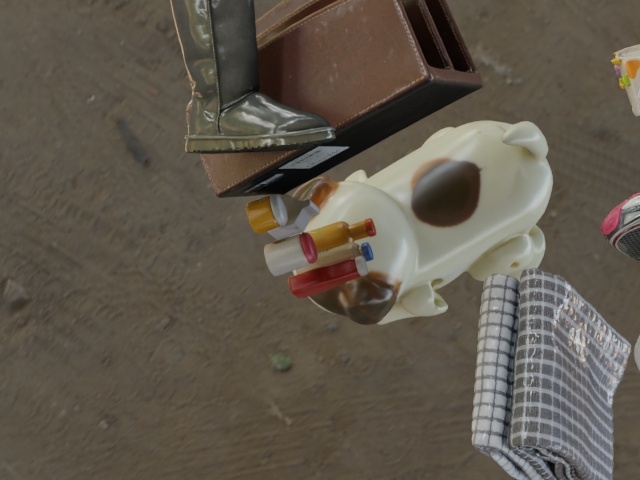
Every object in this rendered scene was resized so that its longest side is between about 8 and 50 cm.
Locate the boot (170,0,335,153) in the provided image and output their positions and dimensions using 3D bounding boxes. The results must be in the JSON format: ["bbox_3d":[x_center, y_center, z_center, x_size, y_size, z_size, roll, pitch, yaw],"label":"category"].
[{"bbox_3d":[-0.076,-0.199,1.333,0.189,0.076,0.209,0,90,17],"label":"boot"}]

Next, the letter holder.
[{"bbox_3d":[-0.005,-0.208,1.437,0.152,0.301,0.215,-8,73,-60],"label":"letter holder"}]

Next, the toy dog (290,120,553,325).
[{"bbox_3d":[0.142,-0.009,1.878,0.407,0.395,0.285,-22,84,-27],"label":"toy dog"}]

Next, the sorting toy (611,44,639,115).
[{"bbox_3d":[0.380,-0.191,1.502,0.083,0.044,0.075,-49,129,-64],"label":"sorting toy"}]

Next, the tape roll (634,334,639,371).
[{"bbox_3d":[0.549,0.173,1.408,0.392,0.392,0.072,34,71,-10],"label":"tape roll"}]

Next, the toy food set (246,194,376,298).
[{"bbox_3d":[0.000,0.000,1.535,0.104,0.232,0.111,-19,70,12],"label":"toy food set"}]

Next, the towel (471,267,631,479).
[{"bbox_3d":[0.299,0.190,1.577,0.283,0.121,0.235,37,51,-49],"label":"towel"}]

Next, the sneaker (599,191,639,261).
[{"bbox_3d":[0.476,0.026,1.492,0.299,0.121,0.112,20,53,-13],"label":"sneaker"}]
